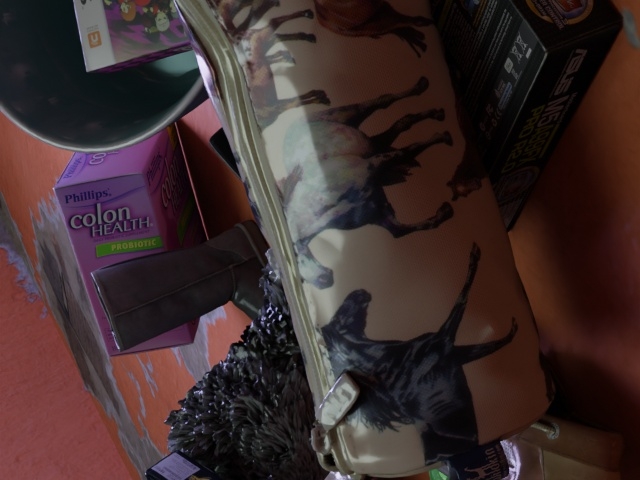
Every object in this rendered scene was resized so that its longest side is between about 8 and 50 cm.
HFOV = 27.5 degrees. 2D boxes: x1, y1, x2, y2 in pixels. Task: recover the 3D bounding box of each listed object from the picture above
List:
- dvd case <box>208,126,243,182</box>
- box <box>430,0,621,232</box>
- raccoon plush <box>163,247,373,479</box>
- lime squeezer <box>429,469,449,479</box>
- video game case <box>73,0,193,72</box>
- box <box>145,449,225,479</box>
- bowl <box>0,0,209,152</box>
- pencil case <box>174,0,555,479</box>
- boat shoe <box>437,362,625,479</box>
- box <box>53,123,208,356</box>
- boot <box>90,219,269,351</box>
[{"bbox_3d":[0.000,0.000,1.156,0.179,0.029,0.239,49,-177,20],"label":"dvd case"},{"bbox_3d":[0.087,-0.142,0.916,0.216,0.060,0.270,60,159,22],"label":"box"},{"bbox_3d":[-0.005,0.235,1.392,0.299,0.216,0.446,48,154,26],"label":"raccoon plush"},{"bbox_3d":[0.114,0.210,1.180,0.310,0.110,0.058,-149,74,-70],"label":"lime squeezer"},{"bbox_3d":[-0.113,-0.264,1.076,0.232,0.042,0.210,-10,91,28],"label":"video game case"},{"bbox_3d":[-0.100,0.352,1.411,0.175,0.051,0.220,25,134,39],"label":"box"},{"bbox_3d":[-0.170,-0.240,1.224,0.312,0.163,0.311,3,97,29],"label":"bowl"},{"bbox_3d":[0.018,-0.041,0.843,0.160,0.183,0.410,-8,105,46],"label":"pencil case"},{"bbox_3d":[0.144,0.138,1.031,0.324,0.123,0.116,35,109,62],"label":"boat shoe"},{"bbox_3d":[-0.232,-0.012,1.686,0.213,0.117,0.243,-82,-20,-64],"label":"box"},{"bbox_3d":[-0.144,0.082,1.546,0.189,0.208,0.076,60,154,18],"label":"boot"}]
